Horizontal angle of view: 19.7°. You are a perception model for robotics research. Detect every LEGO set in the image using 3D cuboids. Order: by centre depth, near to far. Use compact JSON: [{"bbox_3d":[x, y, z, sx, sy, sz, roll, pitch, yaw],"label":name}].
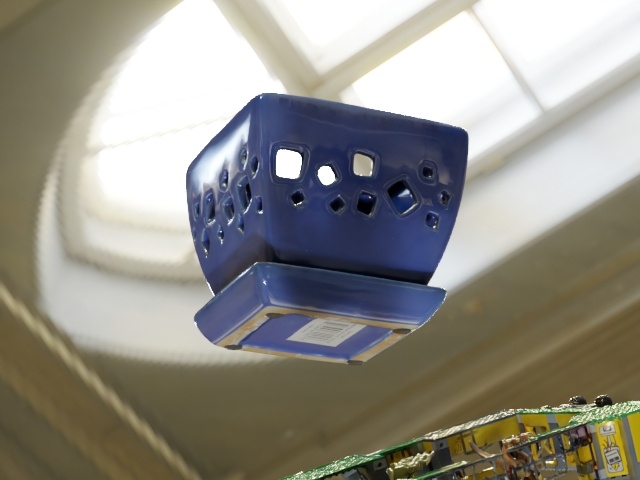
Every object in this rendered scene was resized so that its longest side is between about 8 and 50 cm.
[{"bbox_3d":[0.116,0.251,1.406,0.331,0.255,0.192,-15,-88,-37],"label":"LEGO set"}]

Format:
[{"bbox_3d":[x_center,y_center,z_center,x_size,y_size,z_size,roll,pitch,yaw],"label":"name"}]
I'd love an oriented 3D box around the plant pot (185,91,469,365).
[{"bbox_3d":[0.000,0.000,1.870,0.236,0.236,0.212,10,-111,-20],"label":"plant pot"}]
